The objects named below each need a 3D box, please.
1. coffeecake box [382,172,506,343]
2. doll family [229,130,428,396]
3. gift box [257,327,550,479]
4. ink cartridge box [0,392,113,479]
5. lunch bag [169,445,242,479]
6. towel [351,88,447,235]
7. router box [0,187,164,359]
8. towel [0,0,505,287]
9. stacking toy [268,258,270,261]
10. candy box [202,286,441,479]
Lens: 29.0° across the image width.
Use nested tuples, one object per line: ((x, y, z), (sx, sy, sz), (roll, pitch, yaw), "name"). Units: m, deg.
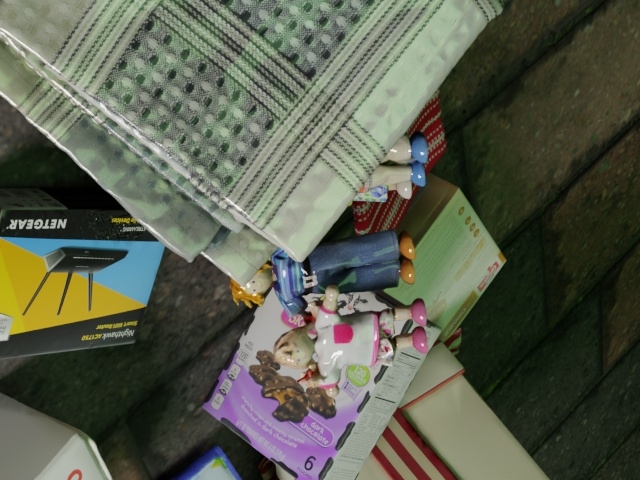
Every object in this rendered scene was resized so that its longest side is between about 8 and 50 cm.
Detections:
((0.119, 0.026, 1.392), (0.142, 0.068, 0.185), (-53, 145, -8), "coffeecake box")
((0.000, 0.000, 1.083), (0.163, 0.118, 0.263), (-8, 116, -9), "doll family")
((0.101, 0.267, 1.361), (0.255, 0.258, 0.276), (-28, 150, -22), "gift box")
((-0.289, 0.289, 1.016), (0.273, 0.114, 0.197), (-49, 145, -30), "ink cartridge box")
((-0.128, 0.305, 1.288), (0.129, 0.096, 0.151), (-36, 121, -28), "lunch bag")
((0.075, -0.129, 1.195), (0.275, 0.031, 0.199), (82, 30, -44), "towel")
((-0.211, 0.025, 1.007), (0.179, 0.046, 0.133), (-3, 118, -50), "router box")
((-0.057, -0.158, 0.904), (0.312, 0.056, 0.324), (41, 90, -28), "towel")
((-0.044, -0.081, 1.135), (0.167, 0.052, 0.221), (13, 104, -55), "stacking toy")
((-0.001, 0.127, 1.238), (0.070, 0.165, 0.196), (25, 95, -56), "candy box")
